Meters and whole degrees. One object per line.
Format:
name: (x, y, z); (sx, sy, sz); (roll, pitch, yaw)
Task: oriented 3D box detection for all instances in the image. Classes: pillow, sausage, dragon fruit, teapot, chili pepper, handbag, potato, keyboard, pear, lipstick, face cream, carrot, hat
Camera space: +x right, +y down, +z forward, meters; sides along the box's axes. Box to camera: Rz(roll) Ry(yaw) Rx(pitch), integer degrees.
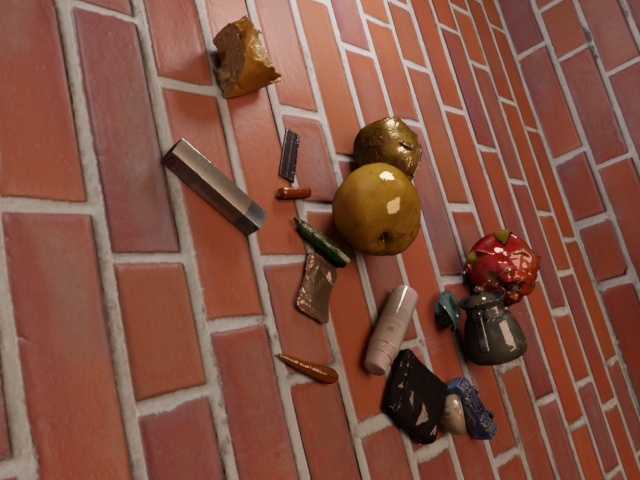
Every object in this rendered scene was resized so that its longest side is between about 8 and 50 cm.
pillow: (-0.009, 0.141, 1.746); (0.135, 0.034, 0.211); (35, 48, -27)
sausage: (-0.084, -0.149, 1.800); (0.131, 0.041, 0.039); (-8, 92, -46)
dragon fruit: (0.708, 0.127, 2.284); (0.226, 0.306, 0.305); (-38, 100, -48)
teapot: (0.604, 0.315, 2.132); (0.305, 0.223, 0.284); (-19, 93, -37)
chili pepper: (0.000, 0.000, 1.793); (0.227, 0.088, 0.059); (42, 73, -19)
handbag: (0.315, 0.506, 1.867); (0.223, 0.080, 0.246); (46, 45, -20)
potato: (0.219, -0.308, 2.042); (0.196, 0.246, 0.299); (24, 36, -20)
keyboard: (-0.099, -0.280, 1.870); (0.064, 0.010, 0.197); (28, 54, -32)
pear: (0.187, -0.095, 1.860); (0.315, 0.314, 0.314); (21, 58, -38)
lipstick: (-0.286, -0.143, 1.574); (0.317, 0.066, 0.068); (43, 47, -23)
face cream: (0.229, 0.294, 1.865); (0.102, 0.102, 0.345); (49, 45, -17)
carrot: (-0.037, 0.358, 1.612); (0.216, 0.048, 0.048); (27, 54, -28)
hat: (0.470, 0.268, 2.144); (0.138, 0.078, 0.191); (69, 23, -8)

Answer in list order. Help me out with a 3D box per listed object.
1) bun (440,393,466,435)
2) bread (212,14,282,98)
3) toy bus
bun: (0.440, 0.597, 1.948); (0.138, 0.094, 0.138); (-13, 90, -79)
bread: (-0.203, -0.576, 1.755); (0.224, 0.211, 0.183); (-23, 82, -43)
toy bus: (0.537, 0.598, 2.039); (0.079, 0.094, 0.236); (-36, 97, -41)
